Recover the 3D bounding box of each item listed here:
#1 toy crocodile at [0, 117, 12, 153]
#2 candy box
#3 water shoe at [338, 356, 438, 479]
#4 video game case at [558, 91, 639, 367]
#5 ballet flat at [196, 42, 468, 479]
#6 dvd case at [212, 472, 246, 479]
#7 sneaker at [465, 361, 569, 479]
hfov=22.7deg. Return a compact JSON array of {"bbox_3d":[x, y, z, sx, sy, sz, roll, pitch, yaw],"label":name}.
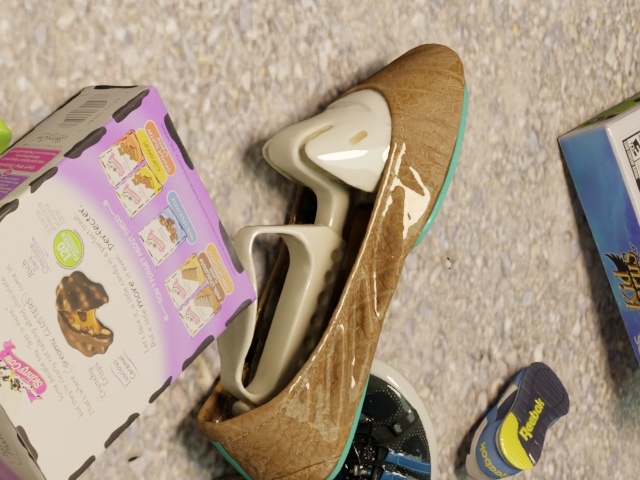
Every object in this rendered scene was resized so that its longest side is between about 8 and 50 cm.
[{"bbox_3d":[-0.291,0.017,0.791,0.115,0.105,0.340,39,61,3],"label":"toy crocodile"},{"bbox_3d":[-0.149,0.026,0.955,0.196,0.070,0.164,-45,124,-35],"label":"candy box"},{"bbox_3d":[0.044,0.182,1.161,0.080,0.073,0.203,-41,123,-50],"label":"water shoe"},{"bbox_3d":[0.345,-0.012,1.439,0.244,0.061,0.269,-28,101,-40],"label":"video game case"},{"bbox_3d":[0.000,0.000,1.092,0.124,0.116,0.342,28,79,-36],"label":"ballet flat"},{"bbox_3d":[-0.075,0.247,1.092,0.221,0.018,0.164,-9,100,-46],"label":"dvd case"},{"bbox_3d":[0.159,0.148,1.307,0.053,0.059,0.144,50,36,-1],"label":"sneaker"}]
